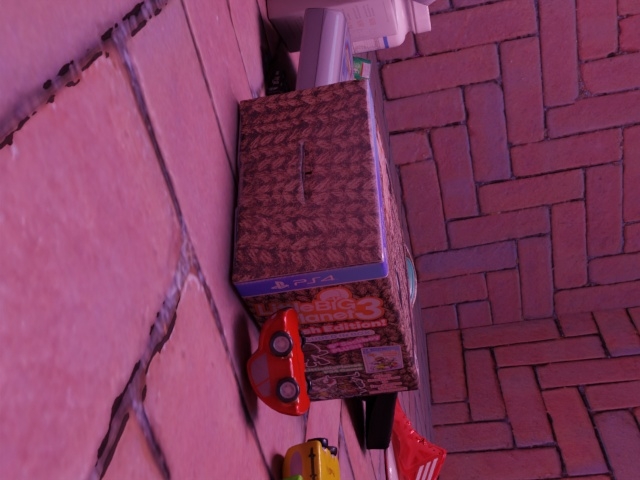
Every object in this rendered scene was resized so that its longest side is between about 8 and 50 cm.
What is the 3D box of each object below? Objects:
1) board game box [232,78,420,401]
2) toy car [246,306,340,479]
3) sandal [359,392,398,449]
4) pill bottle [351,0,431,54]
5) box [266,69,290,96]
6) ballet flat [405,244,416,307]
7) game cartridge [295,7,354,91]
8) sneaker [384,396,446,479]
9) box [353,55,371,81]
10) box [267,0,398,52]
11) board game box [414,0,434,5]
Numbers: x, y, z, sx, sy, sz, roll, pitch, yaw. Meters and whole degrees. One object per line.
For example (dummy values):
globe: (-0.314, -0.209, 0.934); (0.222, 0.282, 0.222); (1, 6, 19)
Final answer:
board game box: (0.016, 0.013, 0.833); (0.291, 0.141, 0.232); (68, 16, -54)
toy car: (-0.032, 0.208, 0.656); (0.225, 0.053, 0.239); (-81, 159, -60)
sandal: (0.068, 0.177, 1.177); (0.168, 0.106, 0.446); (-88, 178, -52)
pill bottle: (0.088, -0.413, 1.382); (0.124, 0.221, 0.124); (-9, 90, -81)
box: (-0.049, -0.173, 0.984); (0.067, 0.018, 0.083); (-85, 164, -53)
ballet flat: (0.169, 0.043, 1.822); (0.106, 0.107, 0.316); (99, -14, -77)
game cartridge: (0.011, -0.198, 1.070); (0.297, 0.062, 0.198); (60, 40, -78)
sneaker: (0.197, 0.413, 1.564); (0.087, 0.128, 0.221); (55, 29, -69)
box: (0.056, -0.245, 1.419); (0.105, 0.043, 0.179); (-80, -174, -53)
box: (0.018, -0.348, 1.070); (0.130, 0.170, 0.091); (35, 49, -77)
board game box: (0.020, -0.482, 0.928); (0.317, 0.065, 0.319); (1, 73, -41)
